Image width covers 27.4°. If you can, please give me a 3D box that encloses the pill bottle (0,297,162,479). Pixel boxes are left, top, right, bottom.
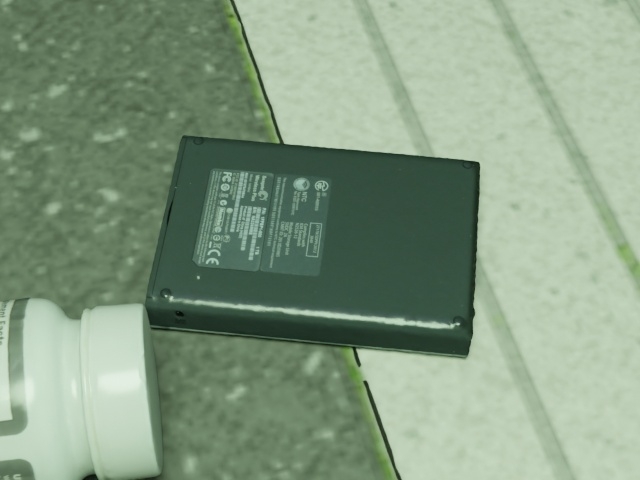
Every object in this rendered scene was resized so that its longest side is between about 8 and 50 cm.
[{"bbox_3d":[-0.130,0.062,0.484,0.137,0.078,0.078,-6,54,-5],"label":"pill bottle"}]

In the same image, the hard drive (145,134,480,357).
[{"bbox_3d":[0.000,0.000,0.564,0.135,0.022,0.094,5,54,4],"label":"hard drive"}]
